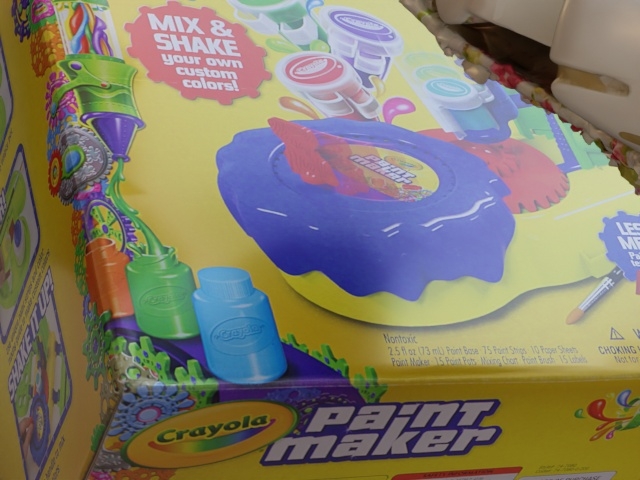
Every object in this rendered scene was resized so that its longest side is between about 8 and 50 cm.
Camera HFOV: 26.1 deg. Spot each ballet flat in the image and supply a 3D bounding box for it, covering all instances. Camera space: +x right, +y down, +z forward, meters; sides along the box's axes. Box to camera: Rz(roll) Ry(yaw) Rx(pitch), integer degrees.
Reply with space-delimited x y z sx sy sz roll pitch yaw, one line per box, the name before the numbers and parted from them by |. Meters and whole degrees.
ballet flat | 0.085 -0.055 0.387 0.077 0.091 0.241 11 12 -24

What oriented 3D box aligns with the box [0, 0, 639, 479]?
box | 0.000 0.000 0.617 0.290 0.177 0.279 1 49 -27
